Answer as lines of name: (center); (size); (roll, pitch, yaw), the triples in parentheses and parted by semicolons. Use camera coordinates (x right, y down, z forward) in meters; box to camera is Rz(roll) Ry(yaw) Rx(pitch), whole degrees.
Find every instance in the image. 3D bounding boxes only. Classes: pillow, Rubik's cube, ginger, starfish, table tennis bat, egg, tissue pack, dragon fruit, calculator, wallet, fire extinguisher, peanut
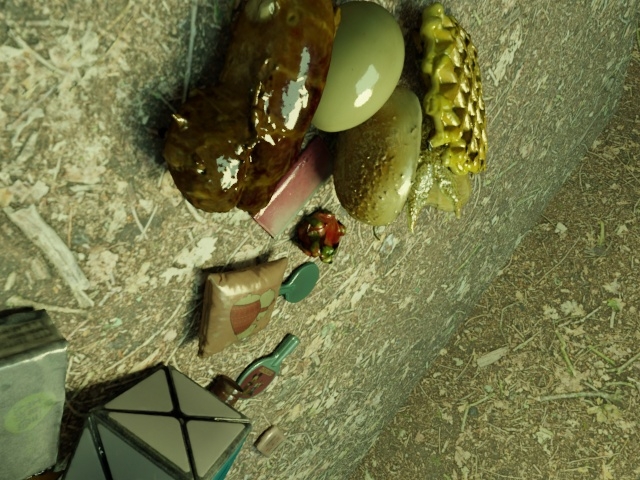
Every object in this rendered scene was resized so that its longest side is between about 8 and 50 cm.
pillow: (-0.181, 0.147, 1.136); (0.236, 0.084, 0.223); (-15, 130, -51)
Rubik's cube: (-0.329, 0.450, 1.002); (0.260, 0.254, 0.259); (-65, 169, 17)
ginger: (-0.115, -0.222, 0.787); (0.254, 0.176, 0.418); (-8, 130, -54)
starfish: (0.293, -0.210, 1.278); (0.358, 0.078, 0.347); (45, 72, -17)
table tennis bat: (-0.070, 0.121, 1.315); (0.201, 0.033, 0.124); (-12, 127, -52)
egg: (0.050, -0.315, 0.904); (0.242, 0.186, 0.186); (-56, 149, 2)
table tennis bat: (-0.154, 0.369, 1.440); (0.244, 0.040, 0.153); (-45, 148, -6)
tissue pack: (-0.576, 0.275, 0.682); (0.394, 0.124, 0.288); (-11, 128, -50)
dragon fruit: (0.000, 0.000, 1.234); (0.142, 0.175, 0.138); (-15, 129, -4)
calculator: (-0.174, 0.707, 1.739); (0.100, 0.032, 0.175); (-44, 148, -18)
wallet: (-0.056, -0.115, 1.111); (0.232, 0.025, 0.119); (-51, 149, -7)
fire extinguisher: (-0.318, 0.462, 1.281); (0.252, 0.075, 0.106); (-50, 121, -5)
peanut: (0.346, -0.191, 1.456); (0.340, 0.174, 0.158); (47, 56, -58)

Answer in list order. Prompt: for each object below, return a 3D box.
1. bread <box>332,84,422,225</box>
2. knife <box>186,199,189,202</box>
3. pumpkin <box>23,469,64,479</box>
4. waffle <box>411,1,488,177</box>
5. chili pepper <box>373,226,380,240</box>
bread: (0.114, -0.184, 1.067); (0.158, 0.306, 0.306); (7, 121, -12)
knife: (-0.162, -0.113, 0.961); (0.222, 0.031, 0.064); (-24, 141, -40)
pumpkin: (-0.583, 0.531, 0.918); (0.248, 0.126, 0.131); (10, 113, -57)
waffle: (0.319, -0.336, 1.156); (0.379, 0.095, 0.382); (-12, 94, -60)
chili pepper: (0.182, -0.092, 1.416); (0.204, 0.073, 0.072); (-47, 132, -34)
